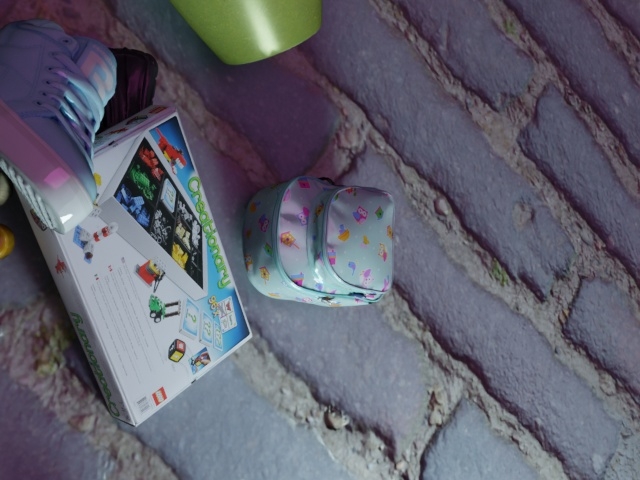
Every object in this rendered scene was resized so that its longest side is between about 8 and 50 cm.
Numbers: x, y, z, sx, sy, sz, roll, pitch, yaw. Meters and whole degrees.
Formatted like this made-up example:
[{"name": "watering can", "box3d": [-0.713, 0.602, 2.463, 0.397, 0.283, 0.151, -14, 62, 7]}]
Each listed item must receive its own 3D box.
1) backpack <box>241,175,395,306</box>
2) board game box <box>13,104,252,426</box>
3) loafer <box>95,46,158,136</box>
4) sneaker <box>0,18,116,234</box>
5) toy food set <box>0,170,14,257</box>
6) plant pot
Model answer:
[{"name": "backpack", "box3d": [0.000, 0.000, 1.331, 0.188, 0.144, 0.166, 7, 82, -33]}, {"name": "board game box", "box3d": [-0.197, 0.028, 1.172, 0.193, 0.053, 0.305, -36, 121, -37]}, {"name": "loafer", "box3d": [-0.241, -0.116, 1.219, 0.078, 0.076, 0.223, 9, 80, -15]}, {"name": "sneaker", "box3d": [-0.261, -0.141, 1.013, 0.150, 0.366, 0.135, -36, 130, -6]}, {"name": "toy food set", "box3d": [-0.400, -0.080, 1.086, 0.232, 0.104, 0.111, 35, 84, -8]}, {"name": "plant pot", "box3d": [-0.110, -0.373, 1.270, 0.275, 0.274, 0.294, -40, 120, -35]}]
